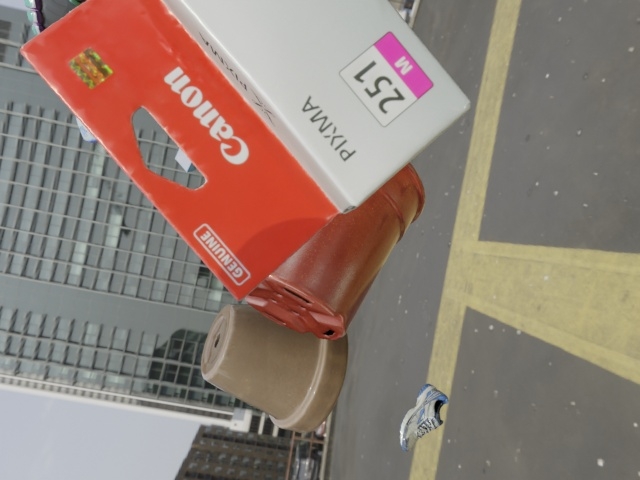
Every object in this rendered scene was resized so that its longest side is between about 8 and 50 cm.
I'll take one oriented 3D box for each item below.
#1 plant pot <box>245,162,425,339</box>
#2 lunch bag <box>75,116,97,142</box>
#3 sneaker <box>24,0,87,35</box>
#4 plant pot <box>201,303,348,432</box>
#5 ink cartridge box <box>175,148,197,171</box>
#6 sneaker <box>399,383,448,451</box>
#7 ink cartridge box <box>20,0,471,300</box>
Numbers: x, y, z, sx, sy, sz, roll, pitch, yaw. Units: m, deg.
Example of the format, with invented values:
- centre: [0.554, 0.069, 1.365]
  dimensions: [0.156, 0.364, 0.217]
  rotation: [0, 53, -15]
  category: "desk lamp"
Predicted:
- centre: [0.000, 0.000, 0.696]
  dimensions: [0.265, 0.272, 0.272]
  rotation: [-62, -3, -26]
  category: "plant pot"
- centre: [-0.437, -0.274, 0.837]
  dimensions: [0.128, 0.096, 0.152]
  rotation: [7, 94, 45]
  category: "lunch bag"
- centre: [-0.345, -0.342, 0.577]
  dimensions: [0.083, 0.098, 0.224]
  rotation: [-52, -36, -53]
  category: "sneaker"
- centre: [-0.106, 0.229, 0.855]
  dimensions: [0.263, 0.229, 0.263]
  rotation: [-47, 30, 38]
  category: "plant pot"
- centre: [-0.330, -0.276, 1.251]
  dimensions: [0.104, 0.060, 0.180]
  rotation: [-49, -10, 37]
  category: "ink cartridge box"
- centre: [0.198, 0.339, 0.797]
  dimensions: [0.135, 0.058, 0.052]
  rotation: [-53, -48, -23]
  category: "sneaker"
- centre: [-0.061, -0.129, 0.329]
  dimensions: [0.239, 0.275, 0.060]
  rotation: [-41, 3, -9]
  category: "ink cartridge box"
